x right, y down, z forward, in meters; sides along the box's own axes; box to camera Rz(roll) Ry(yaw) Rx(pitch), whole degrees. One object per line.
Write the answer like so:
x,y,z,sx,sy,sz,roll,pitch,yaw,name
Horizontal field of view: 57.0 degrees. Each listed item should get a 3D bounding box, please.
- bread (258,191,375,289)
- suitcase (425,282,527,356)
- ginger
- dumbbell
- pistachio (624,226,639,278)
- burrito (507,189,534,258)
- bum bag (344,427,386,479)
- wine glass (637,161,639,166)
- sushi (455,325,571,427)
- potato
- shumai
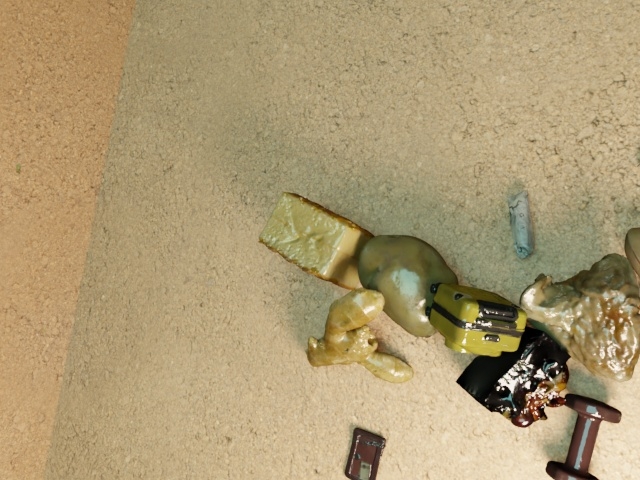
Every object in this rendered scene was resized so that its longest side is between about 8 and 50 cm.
0.000,0.000,1.877,0.279,0.279,0.207,31,92,31,bread
0.395,0.205,1.520,0.193,0.235,0.143,11,99,-14,suitcase
0.068,0.295,1.763,0.348,0.363,0.122,-8,42,26,ginger
0.662,0.509,1.486,0.124,0.140,0.225,17,85,-1,dumbbell
0.843,0.047,1.501,0.108,0.126,0.186,-44,47,43,pistachio
0.579,-0.047,1.701,0.064,0.064,0.203,-10,72,26,burrito
0.136,0.663,1.800,0.109,0.026,0.159,14,91,30,bum bag
0.898,-0.199,1.579,0.083,0.042,0.039,29,131,27,wine glass
0.528,0.368,1.549,0.212,0.215,0.227,43,85,-6,sushi
0.263,0.120,1.736,0.326,0.221,0.243,41,100,27,potato
0.634,0.197,1.470,0.262,0.267,0.314,-3,74,6,shumai
